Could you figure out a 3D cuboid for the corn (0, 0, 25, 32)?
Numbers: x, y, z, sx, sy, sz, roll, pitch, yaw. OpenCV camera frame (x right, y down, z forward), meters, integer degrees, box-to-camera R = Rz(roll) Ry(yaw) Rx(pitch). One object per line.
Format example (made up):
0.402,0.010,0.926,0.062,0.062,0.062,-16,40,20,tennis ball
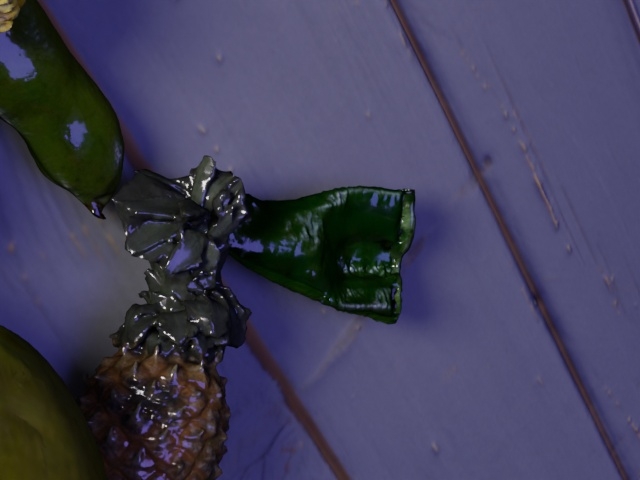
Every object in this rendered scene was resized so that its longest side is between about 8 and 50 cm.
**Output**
-0.193,-0.232,0.826,0.081,0.081,0.248,25,58,-43,corn

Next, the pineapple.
-0.102,0.059,0.982,0.111,0.119,0.237,12,83,-4,pineapple

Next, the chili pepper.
0.003,0.000,1.112,0.216,0.062,0.108,15,79,-44,chili pepper

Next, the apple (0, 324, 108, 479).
-0.242,0.167,0.773,0.295,0.233,0.258,-11,114,-45,apple

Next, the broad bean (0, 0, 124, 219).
-0.201,-0.147,0.895,0.098,0.056,0.318,-38,119,-34,broad bean
